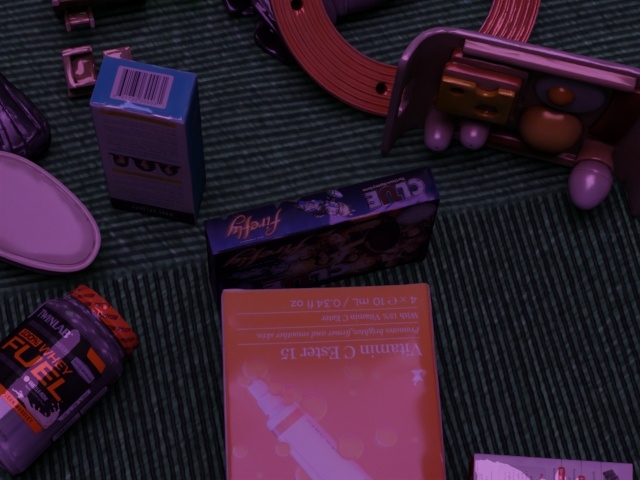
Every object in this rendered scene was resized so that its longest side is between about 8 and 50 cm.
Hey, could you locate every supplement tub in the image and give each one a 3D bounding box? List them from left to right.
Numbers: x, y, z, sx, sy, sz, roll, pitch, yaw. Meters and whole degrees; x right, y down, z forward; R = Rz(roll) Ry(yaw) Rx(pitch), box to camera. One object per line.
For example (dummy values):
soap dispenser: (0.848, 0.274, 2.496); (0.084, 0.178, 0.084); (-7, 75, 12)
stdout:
supplement tub: (-0.288, 0.142, 1.601); (0.117, 0.117, 0.190); (40, 71, 14)

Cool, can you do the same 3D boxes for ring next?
ring: (0.099, -0.311, 1.786); (0.337, 0.032, 0.336); (-1, 95, -15)

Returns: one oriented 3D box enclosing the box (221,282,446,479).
box: (0.011, 0.233, 1.545); (0.215, 0.168, 0.345); (-2, 67, -3)

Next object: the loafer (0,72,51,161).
loafer: (-0.400, -0.171, 1.753); (0.078, 0.076, 0.223); (-38, 77, -25)

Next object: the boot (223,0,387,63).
boot: (-0.049, -0.394, 1.841); (0.223, 0.118, 0.338); (-28, 72, -12)

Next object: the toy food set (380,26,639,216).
toy food set: (0.224, -0.116, 1.676); (0.306, 0.220, 0.092); (13, 67, 3)

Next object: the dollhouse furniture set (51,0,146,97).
dollhouse furniture set: (-0.220, -0.261, 1.811); (0.182, 0.101, 0.161); (-10, 92, -7)

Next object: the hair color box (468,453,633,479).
hair color box: (0.238, 0.277, 1.598); (0.167, 0.053, 0.093); (4, 65, 1)

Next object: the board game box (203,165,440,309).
board game box: (0.000, 0.000, 1.648); (0.243, 0.165, 0.042); (-14, 68, -7)

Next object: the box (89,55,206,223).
box: (-0.179, -0.102, 1.640); (0.100, 0.244, 0.060); (12, 66, 3)

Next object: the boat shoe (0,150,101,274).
boat shoe: (-0.392, -0.052, 1.702); (0.335, 0.095, 0.112); (23, 79, 3)
